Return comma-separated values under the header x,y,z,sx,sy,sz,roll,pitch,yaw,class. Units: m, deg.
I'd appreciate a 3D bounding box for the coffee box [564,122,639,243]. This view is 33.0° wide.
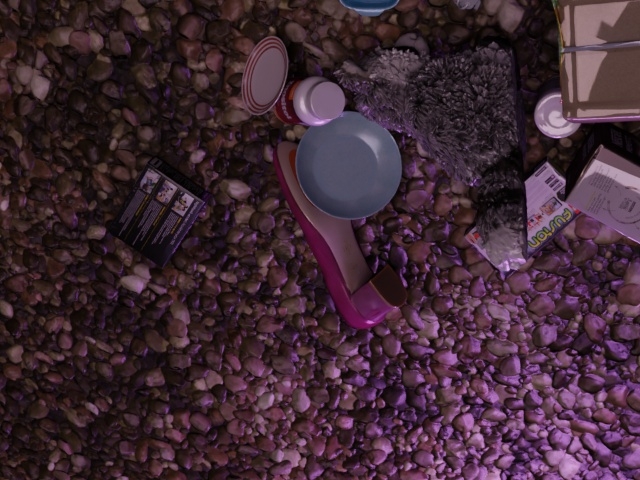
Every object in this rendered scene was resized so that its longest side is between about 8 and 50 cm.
x,y,z,sx,sy,sz,roll,pitch,yaw,class
0.561,-0.067,1.787,0.297,0.168,0.119,28,116,0,coffee box

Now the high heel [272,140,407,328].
x,y,z,sx,sy,sz,roll,pitch,yaw,class
0.000,0.000,2.002,0.377,0.127,0.181,59,145,2,high heel

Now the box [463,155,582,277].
x,y,z,sx,sy,sz,roll,pitch,yaw,class
0.367,-0.040,1.920,0.114,0.036,0.207,43,116,-6,box

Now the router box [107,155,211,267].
x,y,z,sx,sy,sz,roll,pitch,yaw,class
-0.312,-0.053,2.080,0.133,0.046,0.179,35,117,-3,router box

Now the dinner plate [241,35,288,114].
x,y,z,sx,sy,sz,roll,pitch,yaw,class
-0.094,-0.288,1.894,0.017,0.141,0.141,10,124,-38,dinner plate

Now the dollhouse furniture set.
x,y,z,sx,sy,sz,roll,pitch,yaw,class
0.503,-0.277,1.565,0.301,0.151,0.198,0,102,24,dollhouse furniture set

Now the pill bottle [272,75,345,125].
x,y,z,sx,sy,sz,roll,pitch,yaw,class
-0.020,-0.241,1.860,0.086,0.152,0.086,-3,97,-25,pill bottle

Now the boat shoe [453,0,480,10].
x,y,z,sx,sy,sz,roll,pitch,yaw,class
0.250,-0.416,1.764,0.227,0.079,0.081,-5,107,13,boat shoe

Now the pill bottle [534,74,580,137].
x,y,z,sx,sy,sz,roll,pitch,yaw,class
0.394,-0.225,1.778,0.078,0.137,0.078,6,115,12,pill bottle

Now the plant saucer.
x,y,z,sx,sy,sz,roll,pitch,yaw,class
0.047,-0.132,1.925,0.194,0.037,0.195,1,84,-12,plant saucer

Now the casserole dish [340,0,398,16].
x,y,z,sx,sy,sz,roll,pitch,yaw,class
0.083,-0.472,1.806,0.114,0.037,0.189,3,113,13,casserole dish

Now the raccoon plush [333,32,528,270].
x,y,z,sx,sy,sz,roll,pitch,yaw,class
0.170,-0.162,1.732,0.299,0.447,0.216,-5,138,15,raccoon plush
